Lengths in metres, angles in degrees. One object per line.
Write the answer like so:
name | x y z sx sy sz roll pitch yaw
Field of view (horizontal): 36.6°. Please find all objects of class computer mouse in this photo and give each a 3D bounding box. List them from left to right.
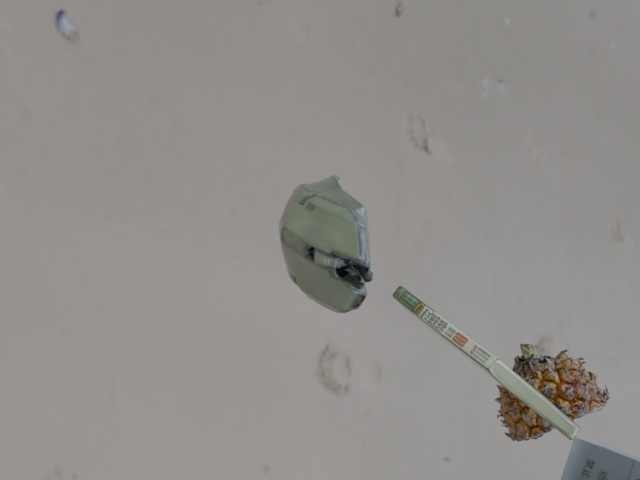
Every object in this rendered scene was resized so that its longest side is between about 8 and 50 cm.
computer mouse | -0.003 0.001 1.962 0.145 0.429 0.228 1 107 -15

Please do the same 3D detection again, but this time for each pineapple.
pineapple | 0.348 0.224 1.529 0.161 0.176 0.137 -13 80 -59

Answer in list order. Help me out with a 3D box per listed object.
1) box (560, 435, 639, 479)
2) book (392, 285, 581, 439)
box | 0.407 0.354 1.188 0.067 0.243 0.155 22 87 -47
book | 0.229 0.168 1.371 0.202 0.264 0.027 38 90 -29
